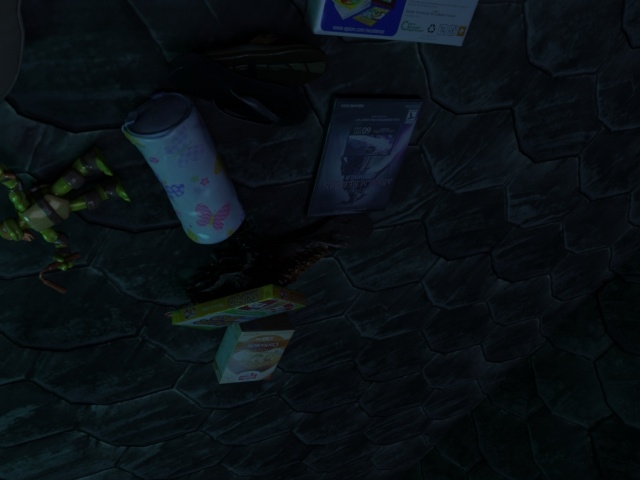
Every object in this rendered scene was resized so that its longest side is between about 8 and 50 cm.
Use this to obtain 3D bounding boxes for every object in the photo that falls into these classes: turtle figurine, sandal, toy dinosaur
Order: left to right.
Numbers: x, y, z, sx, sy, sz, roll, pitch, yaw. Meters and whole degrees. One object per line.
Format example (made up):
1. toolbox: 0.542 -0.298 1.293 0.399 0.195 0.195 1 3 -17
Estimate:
1. turtle figurine: -0.431 -0.049 0.940 0.217 0.087 0.270 -31 130 -11
2. sandal: -0.131 -0.226 0.934 0.254 0.055 0.097 10 158 -39
3. toy dinosaur: -0.145 0.052 1.149 0.321 0.164 0.218 -33 141 6
4. sandal: -0.095 -0.296 0.922 0.219 0.060 0.090 -5 160 -6

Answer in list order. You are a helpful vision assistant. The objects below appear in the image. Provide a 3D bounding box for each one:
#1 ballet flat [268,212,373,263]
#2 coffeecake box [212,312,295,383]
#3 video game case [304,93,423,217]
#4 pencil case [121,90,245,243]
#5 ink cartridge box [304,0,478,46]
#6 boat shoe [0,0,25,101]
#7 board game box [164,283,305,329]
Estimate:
1. ballet flat: 0.000 0.000 1.261 0.249 0.058 0.084 -22 98 -17
2. coffeecake box: -0.166 0.261 1.397 0.142 0.068 0.186 3 128 -33
3. video game case: 0.083 -0.168 1.168 0.195 0.026 0.274 -6 131 -25
4. pencil case: -0.226 -0.114 0.977 0.124 0.114 0.273 -19 137 2
5. ink cartridge box: 0.145 -0.470 0.891 0.303 0.072 0.307 -4 129 -25
6. boat shoe: -0.407 -0.326 0.677 0.096 0.117 0.325 21 122 -9
7. board game box: -0.172 0.137 1.131 0.259 0.039 0.124 -14 161 24
